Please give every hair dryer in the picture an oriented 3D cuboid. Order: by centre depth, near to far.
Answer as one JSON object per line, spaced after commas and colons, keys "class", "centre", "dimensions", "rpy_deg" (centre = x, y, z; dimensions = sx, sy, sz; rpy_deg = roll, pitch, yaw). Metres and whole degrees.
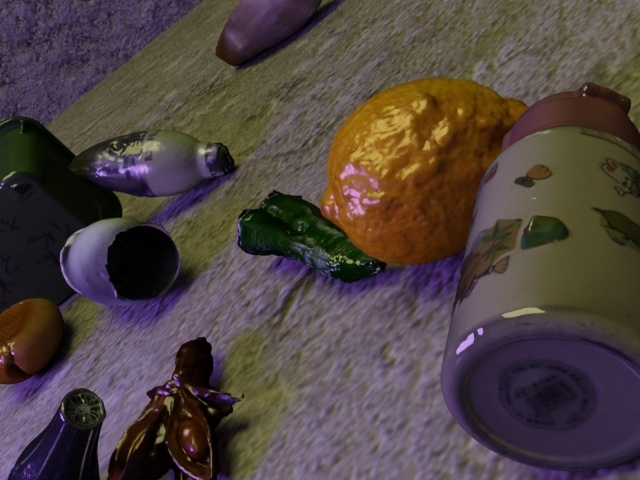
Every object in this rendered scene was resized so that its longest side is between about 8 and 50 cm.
{"class": "hair dryer", "centre": [-0.212, 0.244, 0.662], "dimensions": [0.195, 0.075, 0.219], "rpy_deg": [122, 154, -44]}

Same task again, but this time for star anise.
{"class": "star anise", "centre": [-0.135, 0.162, 0.729], "dimensions": [0.157, 0.053, 0.212], "rpy_deg": [-42, 25, -5]}

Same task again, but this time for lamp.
{"class": "lamp", "centre": [-0.248, -0.111, 1.258], "dimensions": [0.250, 0.101, 0.101], "rpy_deg": [-4, 35, 13]}

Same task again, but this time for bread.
{"class": "bread", "centre": [-0.391, 0.136, 1.136], "dimensions": [0.114, 0.077, 0.189], "rpy_deg": [-21, 22, -6]}

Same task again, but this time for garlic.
{"class": "garlic", "centre": [-0.097, -0.430, 1.645], "dimensions": [0.318, 0.112, 0.143], "rpy_deg": [-28, 3, 41]}

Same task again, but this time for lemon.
{"class": "lemon", "centre": [0.087, -0.058, 0.672], "dimensions": [0.187, 0.142, 0.142], "rpy_deg": [-22, 27, 9]}

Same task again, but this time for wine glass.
{"class": "wine glass", "centre": [-0.250, 0.027, 1.067], "dimensions": [0.111, 0.111, 0.204], "rpy_deg": [-50, 23, -20]}

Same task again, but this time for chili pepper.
{"class": "chili pepper", "centre": [0.000, 0.000, 0.814], "dimensions": [0.088, 0.059, 0.227], "rpy_deg": [-35, 24, -18]}

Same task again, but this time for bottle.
{"class": "bottle", "centre": [0.146, 0.002, 0.512], "dimensions": [0.120, 0.120, 0.253], "rpy_deg": [-24, 27, 33]}

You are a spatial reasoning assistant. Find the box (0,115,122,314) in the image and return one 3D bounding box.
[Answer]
{"class": "box", "centre": [-0.479, 0.007, 1.292], "dimensions": [0.329, 0.253, 0.178], "rpy_deg": [-40, 32, 3]}
